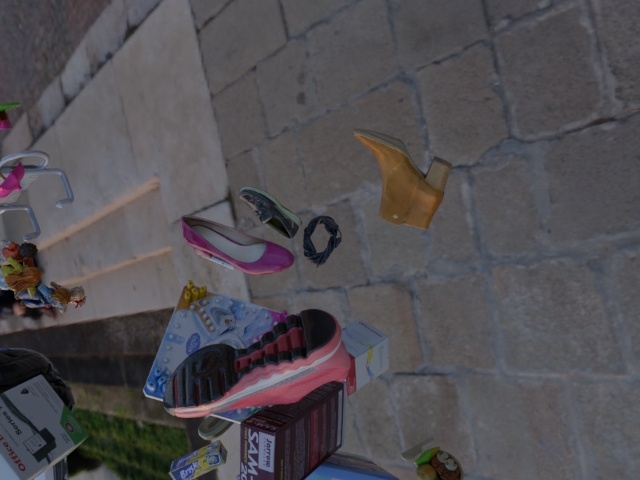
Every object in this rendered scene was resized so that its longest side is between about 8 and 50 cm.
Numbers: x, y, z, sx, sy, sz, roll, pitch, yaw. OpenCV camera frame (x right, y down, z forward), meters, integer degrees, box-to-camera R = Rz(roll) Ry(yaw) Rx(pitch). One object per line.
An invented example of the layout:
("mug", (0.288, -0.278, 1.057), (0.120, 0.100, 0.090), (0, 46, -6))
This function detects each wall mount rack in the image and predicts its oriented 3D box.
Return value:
("wall mount rack", (-0.724, -0.065, 1.476), (0.350, 0.304, 0.131), (-30, 78, 41))

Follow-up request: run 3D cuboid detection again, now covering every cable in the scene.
("cable", (0.000, 0.000, 2.085), (0.184, 0.047, 0.151), (41, 110, 55))

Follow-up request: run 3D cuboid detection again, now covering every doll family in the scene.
("doll family", (-0.671, 0.112, 1.603), (0.163, 0.118, 0.263), (-8, 137, 30))

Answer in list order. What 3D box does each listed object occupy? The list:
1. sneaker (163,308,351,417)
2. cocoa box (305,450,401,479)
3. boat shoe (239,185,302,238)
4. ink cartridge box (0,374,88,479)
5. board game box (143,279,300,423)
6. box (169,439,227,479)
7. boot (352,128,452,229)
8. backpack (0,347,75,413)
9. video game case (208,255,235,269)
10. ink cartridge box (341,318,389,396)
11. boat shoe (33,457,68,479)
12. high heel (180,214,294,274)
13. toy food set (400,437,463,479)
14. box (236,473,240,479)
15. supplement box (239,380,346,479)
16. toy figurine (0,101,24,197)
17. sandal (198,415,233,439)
("sneaker", (-0.095, 0.227, 1.070), (0.116, 0.313, 0.136), (-98, -16, -51))
("cocoa box", (-0.012, 0.597, 1.328), (0.228, 0.231, 0.348), (162, 123, -72))
("boat shoe", (-0.159, -0.084, 2.112), (0.080, 0.223, 0.074), (-34, 27, 50))
("ink cartridge box", (-0.524, 0.340, 1.173), (0.086, 0.208, 0.153), (-39, 88, 12))
("board game box", (-0.272, 0.329, 2.012), (0.050, 0.389, 0.390), (113, 173, -50))
("box", (-0.366, 0.666, 2.041), (0.054, 0.168, 0.059), (61, -174, -16))
("boot", (0.190, -0.160, 1.834), (0.295, 0.104, 0.211), (25, 112, 7))
("backpack", (-0.746, 0.384, 1.588), (0.273, 0.355, 0.290), (-45, 81, 24))
("video game case", (-0.310, 0.041, 2.365), (0.143, 0.157, 0.019), (20, 122, 26))
("ink cartridge box", (0.096, 0.335, 1.965), (0.128, 0.176, 0.128), (29, 134, 43))
("boat shoe", (-0.571, 0.518, 1.418), (0.108, 0.102, 0.302), (2, 101, 19))
("high heel", (-0.176, 0.002, 1.426), (0.243, 0.082, 0.117), (15, 151, 20))
("toy food set", (0.316, 0.606, 1.792), (0.192, 0.132, 0.039), (47, 144, 33))
("box", (-0.180, 0.820, 1.995), (0.128, 0.122, 0.257), (11, 93, 41))
("supplement box", (-0.042, 0.334, 1.170), (0.073, 0.239, 0.131), (8, 103, 28))
("toy figurine", (-0.600, -0.149, 1.205), (0.130, 0.173, 0.159), (-123, 21, -76))
("sandal", (-0.276, 0.508, 2.179), (0.120, 0.302, 0.086), (5, 131, 55))
